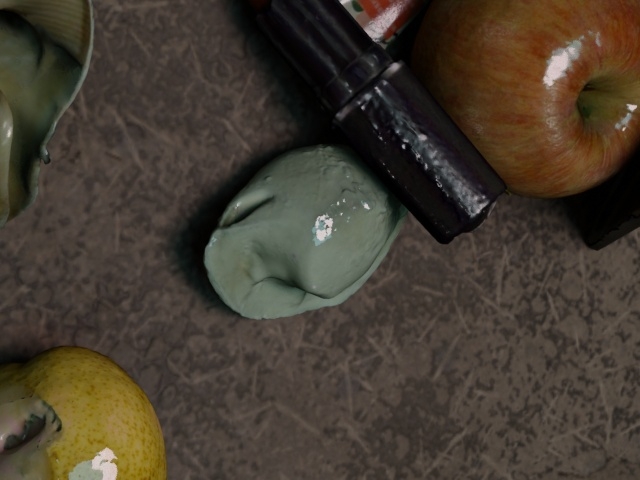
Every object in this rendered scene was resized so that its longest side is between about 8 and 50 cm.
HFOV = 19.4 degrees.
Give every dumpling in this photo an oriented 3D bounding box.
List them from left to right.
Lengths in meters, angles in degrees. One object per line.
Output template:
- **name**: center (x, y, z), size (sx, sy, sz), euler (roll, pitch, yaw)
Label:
- **dumpling**: center (0.005, -0.002, 1.541), size (0.219, 0.108, 0.153), euler (-24, 109, -22)

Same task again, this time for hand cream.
- **hand cream**: center (0.077, -0.232, 1.587), size (0.234, 0.050, 0.080), euler (-46, 123, -10)

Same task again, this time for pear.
- **pear**: center (-0.199, 0.167, 1.424), size (0.178, 0.178, 0.178), euler (-5, 100, -29)

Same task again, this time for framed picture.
- **framed picture**: center (0.297, -0.098, 1.615), size (0.019, 0.281, 0.209), euler (25, 86, 1)

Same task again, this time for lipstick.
- **lipstick**: center (0.030, -0.126, 1.500), size (0.081, 0.081, 0.300), euler (-42, 91, -18)

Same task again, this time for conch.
- **conch**: center (-0.260, -0.187, 1.345), size (0.203, 0.170, 0.386), euler (-16, 143, -4)

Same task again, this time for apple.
- **apple**: center (0.184, -0.142, 1.570), size (0.211, 0.188, 0.211), euler (-13, 114, -32)
